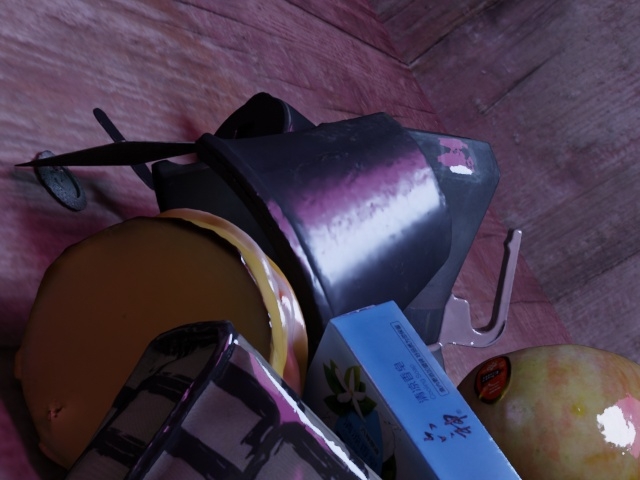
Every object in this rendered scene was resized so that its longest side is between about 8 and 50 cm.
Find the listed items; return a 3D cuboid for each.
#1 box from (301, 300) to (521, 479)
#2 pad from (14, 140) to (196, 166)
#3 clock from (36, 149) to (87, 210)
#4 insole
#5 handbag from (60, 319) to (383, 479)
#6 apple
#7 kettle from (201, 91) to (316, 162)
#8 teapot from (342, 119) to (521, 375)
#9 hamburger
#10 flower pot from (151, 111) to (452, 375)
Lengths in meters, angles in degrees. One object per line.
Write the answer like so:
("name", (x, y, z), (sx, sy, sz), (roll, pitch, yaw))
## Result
("box", (0.077, 0.190, 1.190), (0.083, 0.142, 0.232), (-13, 54, -30))
("pad", (-0.224, -0.101, 1.477), (0.235, 0.158, 0.003), (-8, 89, -63))
("clock", (-0.304, -0.070, 1.492), (0.083, 0.010, 0.074), (51, 18, -18))
("insole", (-0.262, -0.123, 1.707), (0.135, 0.002, 0.045), (53, 17, -10))
("handbag", (-0.084, 0.286, 0.991), (0.325, 0.162, 0.327), (48, 58, -18))
("apple", (0.382, 0.351, 1.957), (0.391, 0.391, 0.346), (36, 48, -48))
("kettle", (-0.034, -0.037, 1.921), (0.308, 0.262, 0.203), (38, -15, -37))
("teapot", (0.127, 0.016, 1.772), (0.300, 0.344, 0.253), (8, 8, -7))
("hamburger", (-0.137, 0.111, 1.229), (0.276, 0.276, 0.237), (59, 9, 8))
("flower pot", (0.000, 0.000, 1.509), (0.379, 0.251, 0.379), (45, -29, 33))
